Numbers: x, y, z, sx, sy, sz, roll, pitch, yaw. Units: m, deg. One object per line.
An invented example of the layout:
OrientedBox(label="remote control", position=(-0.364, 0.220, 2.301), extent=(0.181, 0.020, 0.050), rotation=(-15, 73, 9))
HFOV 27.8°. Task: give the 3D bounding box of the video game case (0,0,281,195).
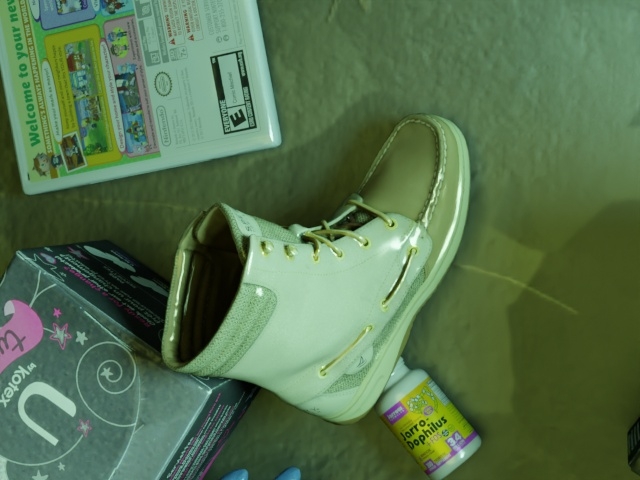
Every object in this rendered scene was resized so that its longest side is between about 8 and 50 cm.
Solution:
OrientedBox(label="video game case", position=(-0.138, -0.152, 0.908), extent=(0.193, 0.023, 0.212), rotation=(-10, 91, 14))

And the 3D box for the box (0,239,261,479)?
OrientedBox(label="box", position=(-0.174, 0.144, 0.869), extent=(0.163, 0.142, 0.247), rotation=(34, 100, 10))

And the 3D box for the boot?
OrientedBox(label="boot", position=(0.000, 0.000, 0.797), extent=(0.077, 0.165, 0.213), rotation=(22, 89, 45))

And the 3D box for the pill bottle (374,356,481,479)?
OrientedBox(label="pill bottle", position=(0.065, 0.115, 0.857), extent=(0.043, 0.043, 0.083), rotation=(-42, 82, 12))

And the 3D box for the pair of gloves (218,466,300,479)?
OrientedBox(label="pair of gloves", position=(-0.062, 0.239, 0.844), extent=(0.159, 0.023, 0.198), rotation=(-25, 125, -15))

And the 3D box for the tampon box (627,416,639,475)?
OrientedBox(label="tampon box", position=(0.277, 0.092, 0.772), extent=(0.120, 0.101, 0.161), rotation=(33, 100, 10))
